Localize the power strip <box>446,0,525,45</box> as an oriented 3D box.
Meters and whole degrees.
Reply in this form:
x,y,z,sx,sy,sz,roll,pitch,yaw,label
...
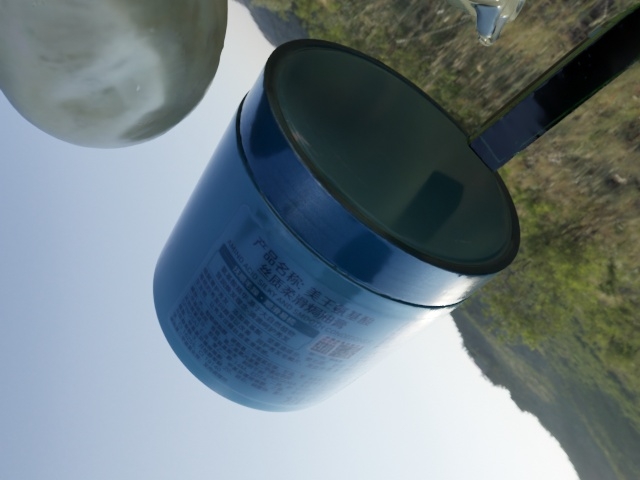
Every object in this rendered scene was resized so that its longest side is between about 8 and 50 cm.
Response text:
x,y,z,sx,sy,sz,roll,pitch,yaw,label
0.161,-0.293,0.312,0.058,0.339,0.098,32,-158,17,power strip

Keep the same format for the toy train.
x,y,z,sx,sy,sz,roll,pitch,yaw,label
0.244,-0.156,0.528,0.044,0.209,0.042,44,-155,-14,toy train

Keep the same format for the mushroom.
x,y,z,sx,sy,sz,roll,pitch,yaw,label
-0.243,-0.233,0.412,0.335,0.315,0.314,1,-159,-7,mushroom

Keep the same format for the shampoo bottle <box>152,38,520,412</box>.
x,y,z,sx,sy,sz,roll,pitch,yaw,label
0.000,0.000,0.650,0.330,0.343,0.331,23,-139,-22,shampoo bottle
